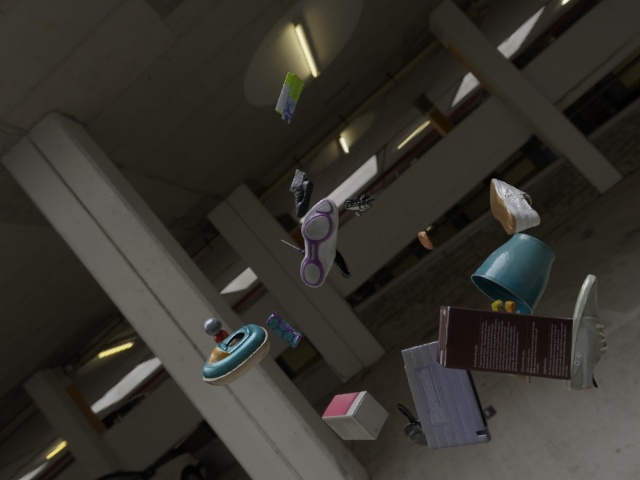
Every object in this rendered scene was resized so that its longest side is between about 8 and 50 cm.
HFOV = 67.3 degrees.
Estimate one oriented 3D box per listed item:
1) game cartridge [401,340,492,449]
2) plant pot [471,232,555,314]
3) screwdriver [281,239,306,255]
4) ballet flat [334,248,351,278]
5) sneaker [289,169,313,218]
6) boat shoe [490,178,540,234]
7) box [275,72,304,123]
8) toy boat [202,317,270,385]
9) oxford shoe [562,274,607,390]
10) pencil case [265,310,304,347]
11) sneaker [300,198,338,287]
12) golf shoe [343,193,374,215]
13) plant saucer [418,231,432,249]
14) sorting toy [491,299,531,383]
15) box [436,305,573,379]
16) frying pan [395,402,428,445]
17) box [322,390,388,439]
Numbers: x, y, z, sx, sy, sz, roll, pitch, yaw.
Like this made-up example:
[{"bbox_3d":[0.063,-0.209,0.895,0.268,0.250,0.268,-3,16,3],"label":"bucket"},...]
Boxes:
[{"bbox_3d":[0.434,0.536,1.692,0.230,0.355,0.068,-25,-18,35],"label":"game cartridge"},{"bbox_3d":[0.799,0.123,1.947,0.255,0.271,0.271,-52,-5,-8],"label":"plant pot"},{"bbox_3d":[-0.102,0.034,2.022,0.025,0.170,0.024,-36,-38,-49],"label":"screwdriver"},{"bbox_3d":[0.086,0.089,2.094,0.057,0.173,0.049,-29,-11,-24],"label":"ballet flat"},{"bbox_3d":[-0.079,-0.172,1.778,0.051,0.089,0.170,13,-85,-52],"label":"sneaker"},{"bbox_3d":[0.553,-0.101,1.376,0.096,0.098,0.277,-7,30,8],"label":"boat shoe"},{"bbox_3d":[-0.127,-0.576,1.954,0.109,0.042,0.178,-4,-65,-75],"label":"box"},{"bbox_3d":[-0.333,0.377,1.725,0.267,0.148,0.318,-39,23,-16],"label":"toy boat"},{"bbox_3d":[1.011,0.354,1.810,0.169,0.130,0.449,7,-89,-55],"label":"oxford shoe"},{"bbox_3d":[-0.140,0.346,1.865,0.064,0.151,0.070,-44,-10,-49],"label":"pencil case"},{"bbox_3d":[0.000,0.000,1.643,0.152,0.114,0.305,-39,-38,-68],"label":"sneaker"},{"bbox_3d":[0.172,-0.147,2.164,0.198,0.077,0.094,-15,-53,-46],"label":"golf shoe"},{"bbox_3d":[0.428,0.002,1.969,0.013,0.083,0.083,-34,-7,-10],"label":"plant saucer"},{"bbox_3d":[0.685,0.370,1.816,0.041,0.307,0.229,-16,10,-21],"label":"sorting toy"},{"bbox_3d":[0.572,0.318,1.515,0.143,0.381,0.191,76,-160,-84],"label":"box"},{"bbox_3d":[0.430,0.761,1.965,0.197,0.326,0.053,-8,43,14],"label":"frying pan"},{"bbox_3d":[0.143,0.731,2.001,0.232,0.148,0.127,-31,14,51],"label":"box"}]
